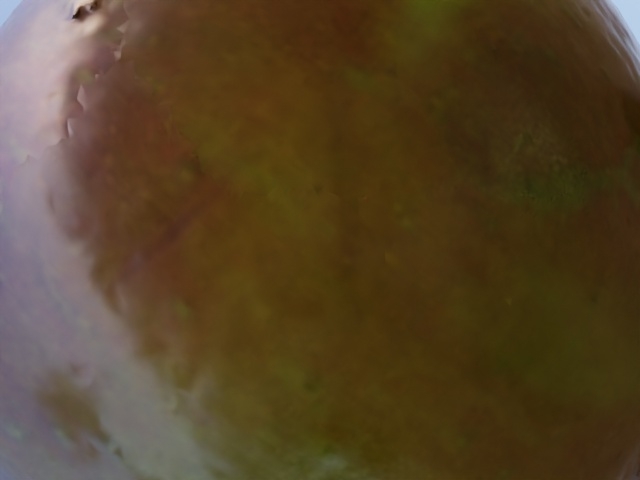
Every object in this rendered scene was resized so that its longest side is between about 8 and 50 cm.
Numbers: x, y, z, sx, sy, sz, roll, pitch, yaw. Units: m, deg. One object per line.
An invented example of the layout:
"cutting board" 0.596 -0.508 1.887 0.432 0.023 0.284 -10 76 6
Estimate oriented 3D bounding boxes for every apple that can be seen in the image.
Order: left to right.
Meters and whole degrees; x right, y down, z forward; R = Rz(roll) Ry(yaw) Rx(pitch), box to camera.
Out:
"apple" 0.000 0.000 0.529 0.374 0.374 0.384 53 -165 -16
